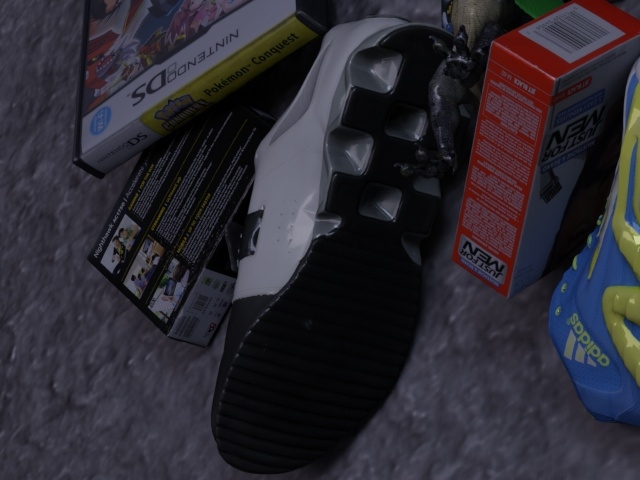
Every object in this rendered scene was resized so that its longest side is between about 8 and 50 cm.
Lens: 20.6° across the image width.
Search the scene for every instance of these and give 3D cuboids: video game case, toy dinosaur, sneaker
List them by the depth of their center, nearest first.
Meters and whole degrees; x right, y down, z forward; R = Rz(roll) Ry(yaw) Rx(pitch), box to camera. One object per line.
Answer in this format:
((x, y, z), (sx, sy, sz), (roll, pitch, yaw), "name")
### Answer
((0.181, 0.005, 1.049), (0.126, 0.091, 0.240), (-5, 87, 48), "sneaker")
((0.092, -0.099, 1.085), (0.064, 0.118, 0.268), (5, 117, 22), "toy dinosaur")
((0.000, 0.000, 1.235), (0.146, 0.122, 0.330), (30, 99, 62), "sneaker")
((-0.098, -0.214, 1.394), (0.248, 0.035, 0.275), (-29, 46, 33), "video game case")

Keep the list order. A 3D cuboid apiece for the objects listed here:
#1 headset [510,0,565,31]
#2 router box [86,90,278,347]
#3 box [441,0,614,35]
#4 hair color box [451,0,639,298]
((0.248, -0.247, 1.044), (0.394, 0.185, 0.243), (-11, 100, 45), "headset")
((-0.096, -0.027, 1.361), (0.133, 0.046, 0.179), (39, 103, 44), "router box")
((0.143, -0.194, 1.210), (0.137, 0.027, 0.094), (-15, 66, 38), "box")
((0.138, -0.056, 1.068), (0.053, 0.093, 0.167), (37, 139, 29), "hair color box")
